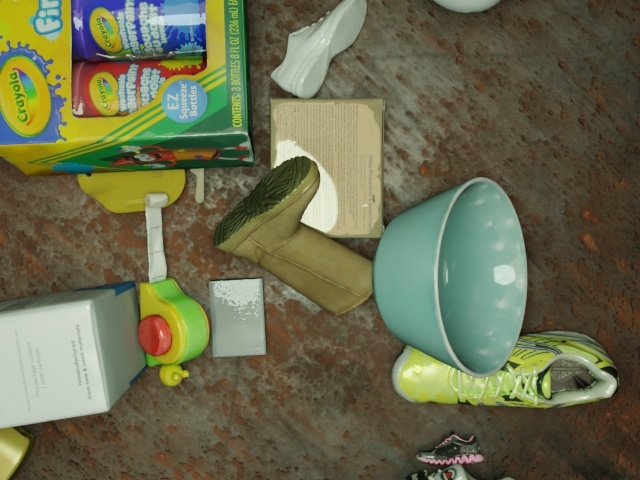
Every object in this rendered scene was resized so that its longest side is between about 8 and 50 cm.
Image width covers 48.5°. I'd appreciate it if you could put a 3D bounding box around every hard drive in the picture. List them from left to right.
[{"bbox_3d":[-0.145,0.134,1.246,0.094,0.022,0.135,-3,92,-2],"label":"hard drive"}]

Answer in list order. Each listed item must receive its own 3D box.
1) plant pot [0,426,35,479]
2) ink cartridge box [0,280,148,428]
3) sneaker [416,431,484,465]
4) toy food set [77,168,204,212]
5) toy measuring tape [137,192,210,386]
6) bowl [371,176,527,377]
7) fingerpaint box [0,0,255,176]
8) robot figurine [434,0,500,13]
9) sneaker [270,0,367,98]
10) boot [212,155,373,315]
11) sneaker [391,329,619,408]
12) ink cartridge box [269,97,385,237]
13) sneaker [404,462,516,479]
[{"bbox_3d":[-0.538,0.357,1.211,0.081,0.081,0.083,39,78,-3],"label":"plant pot"},{"bbox_3d":[-0.500,0.182,1.101,0.394,0.285,0.166,-9,93,-2],"label":"ink cartridge box"},{"bbox_3d":[0.229,0.372,1.267,0.119,0.047,0.057,-2,70,-3],"label":"sneaker"},{"bbox_3d":[-0.297,-0.121,1.215,0.217,0.071,0.128,-4,116,-1],"label":"toy food set"},{"bbox_3d":[-0.242,0.089,1.182,0.121,0.121,0.330,1,100,-3],"label":"toy measuring tape"},{"bbox_3d":[0.198,0.058,1.151,0.163,0.311,0.312,-2,93,40],"label":"bowl"},{"bbox_3d":[-0.298,-0.340,1.107,0.371,0.163,0.445,-2,79,-2],"label":"fingerpaint box"},{"bbox_3d":[0.268,-0.515,1.165,0.209,0.173,0.278,26,91,29],"label":"robot figurine"},{"bbox_3d":[-0.007,-0.347,1.216,0.094,0.080,0.212,31,80,28],"label":"sneaker"},{"bbox_3d":[0.000,0.000,1.127,0.269,0.089,0.236,31,134,-30],"label":"boot"},{"bbox_3d":[0.314,0.215,1.209,0.384,0.147,0.145,-5,94,-1],"label":"sneaker"},{"bbox_3d":[0.009,-0.121,1.211,0.193,0.088,0.235,0,92,-3],"label":"ink cartridge box"},{"bbox_3d":[0.187,0.443,1.217,0.330,0.122,0.146,5,105,-12],"label":"sneaker"}]
